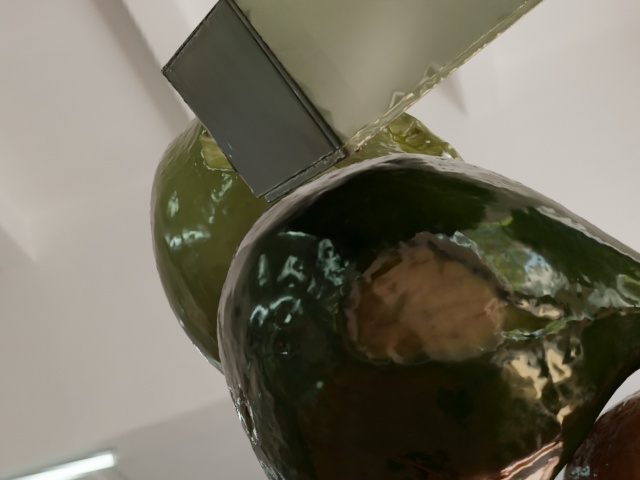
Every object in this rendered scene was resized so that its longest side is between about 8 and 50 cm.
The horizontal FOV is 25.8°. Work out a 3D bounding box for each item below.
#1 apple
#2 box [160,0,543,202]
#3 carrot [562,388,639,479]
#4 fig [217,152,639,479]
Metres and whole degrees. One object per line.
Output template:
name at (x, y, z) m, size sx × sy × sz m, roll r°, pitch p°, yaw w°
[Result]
apple at (0.000, 0.000, 1.111) m, size 0.279 × 0.279 × 0.279 m, roll -13°, pitch -28°, yaw -7°
box at (0.050, -0.122, 0.627) m, size 0.225 × 0.086 × 0.129 m, roll -39°, pitch 5°, yaw -18°
carrot at (0.231, 0.109, 0.708) m, size 0.225 × 0.159 × 0.159 m, roll -7°, pitch -19°, yaw 34°
fig at (0.072, 0.051, 0.694) m, size 0.244 × 0.195 × 0.195 m, roll -7°, pitch -28°, yaw -4°
